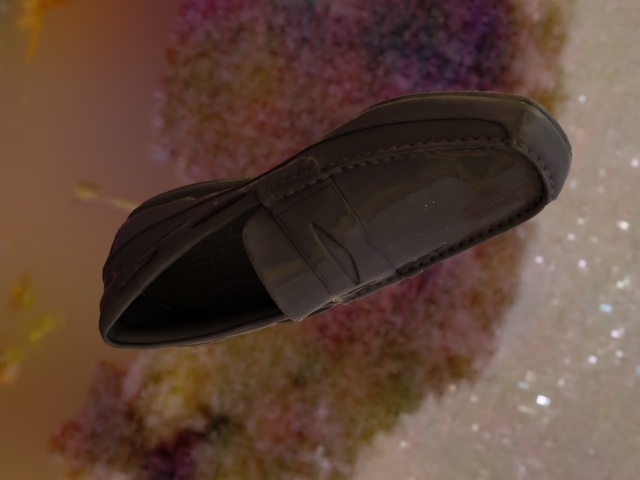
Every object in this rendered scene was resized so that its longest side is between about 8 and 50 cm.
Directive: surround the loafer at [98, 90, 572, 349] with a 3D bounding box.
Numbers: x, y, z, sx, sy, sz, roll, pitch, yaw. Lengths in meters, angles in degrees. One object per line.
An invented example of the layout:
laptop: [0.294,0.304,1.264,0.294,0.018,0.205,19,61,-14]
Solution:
loafer: [0.000,0.000,0.892,0.319,0.112,0.111,-20,-147,33]
